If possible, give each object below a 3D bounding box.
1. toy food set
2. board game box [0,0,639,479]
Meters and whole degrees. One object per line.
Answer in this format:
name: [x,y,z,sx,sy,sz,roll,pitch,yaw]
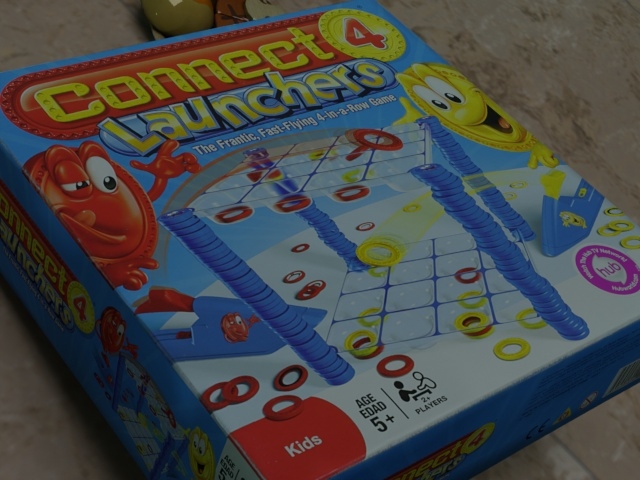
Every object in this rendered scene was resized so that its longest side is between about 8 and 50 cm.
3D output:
toy food set: [-0.065,-0.150,0.835,0.132,0.038,0.192,8,51,-26]
board game box: [0.000,0.000,0.657,0.308,0.086,0.302,-20,54,-36]
